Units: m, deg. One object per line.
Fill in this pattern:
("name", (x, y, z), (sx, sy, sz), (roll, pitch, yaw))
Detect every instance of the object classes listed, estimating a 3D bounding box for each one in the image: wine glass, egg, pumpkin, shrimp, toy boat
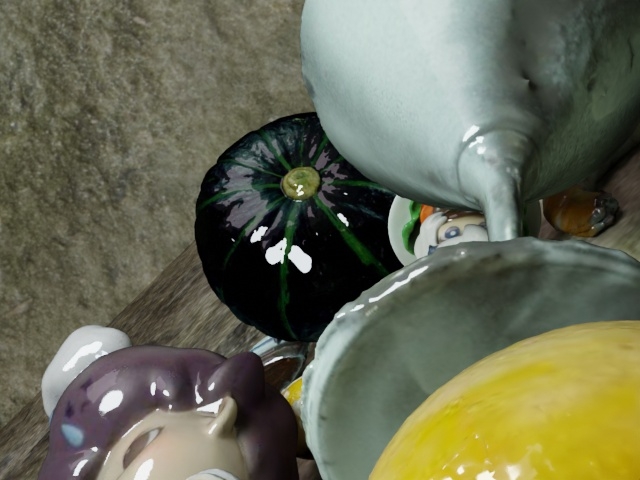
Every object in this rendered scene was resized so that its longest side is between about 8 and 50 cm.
("wine glass", (0.106, -0.025, 0.714), (0.267, 0.267, 0.406), (-40, 24, 26))
("egg", (-0.006, 0.149, 1.046), (0.071, 0.071, 0.083), (-52, 10, -33))
("pumpkin", (0.000, 0.000, 1.272), (0.248, 0.248, 0.248), (-43, 10, 10))
("shrimp", (0.242, -0.072, 1.012), (0.161, 0.049, 0.166), (-44, 11, 20))
("toy boat", (-0.063, 0.138, 1.336), (0.140, 0.059, 0.066), (-40, 29, 16))

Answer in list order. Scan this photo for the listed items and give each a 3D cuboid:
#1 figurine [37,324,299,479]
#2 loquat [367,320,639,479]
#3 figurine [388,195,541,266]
("figurine", (-0.114, 0.209, 0.881), (0.206, 0.218, 0.365), (-1, 14, -3))
("loquat", (0.095, 0.126, 0.393), (0.213, 0.213, 0.213), (-43, 10, 10))
("figurine", (0.122, 0.021, 0.978), (0.132, 0.132, 0.154), (-41, 23, 21))
